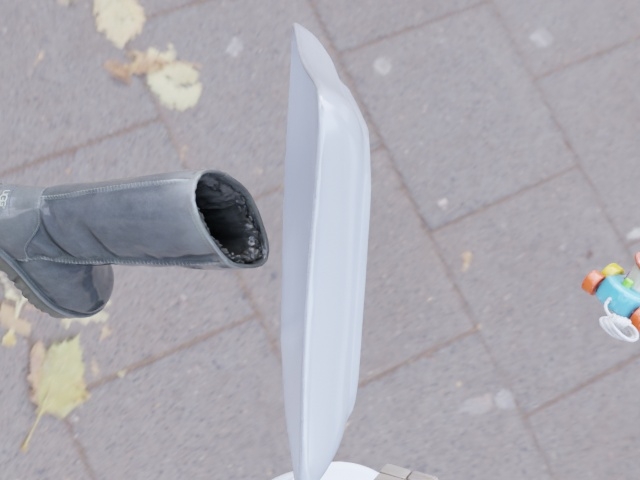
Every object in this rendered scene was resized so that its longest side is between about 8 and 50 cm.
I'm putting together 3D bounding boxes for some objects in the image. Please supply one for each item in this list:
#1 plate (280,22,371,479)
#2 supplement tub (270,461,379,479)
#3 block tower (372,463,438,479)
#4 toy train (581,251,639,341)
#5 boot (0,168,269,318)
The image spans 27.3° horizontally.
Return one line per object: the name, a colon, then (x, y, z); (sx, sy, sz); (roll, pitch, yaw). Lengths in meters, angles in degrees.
plate: (0.000, 0.000, 0.952); (0.045, 0.278, 0.277); (1, 108, -5)
supplement tub: (-0.028, 0.416, 1.587); (0.236, 0.325, 0.235); (12, 57, -19)
block tower: (0.027, 0.332, 1.210); (0.335, 0.091, 0.097); (-39, 133, -53)
toy train: (0.280, 0.061, 0.993); (0.166, 0.125, 0.046); (23, 111, -18)
boot: (-0.132, 0.003, 0.960); (0.209, 0.189, 0.076); (-6, 67, 21)
